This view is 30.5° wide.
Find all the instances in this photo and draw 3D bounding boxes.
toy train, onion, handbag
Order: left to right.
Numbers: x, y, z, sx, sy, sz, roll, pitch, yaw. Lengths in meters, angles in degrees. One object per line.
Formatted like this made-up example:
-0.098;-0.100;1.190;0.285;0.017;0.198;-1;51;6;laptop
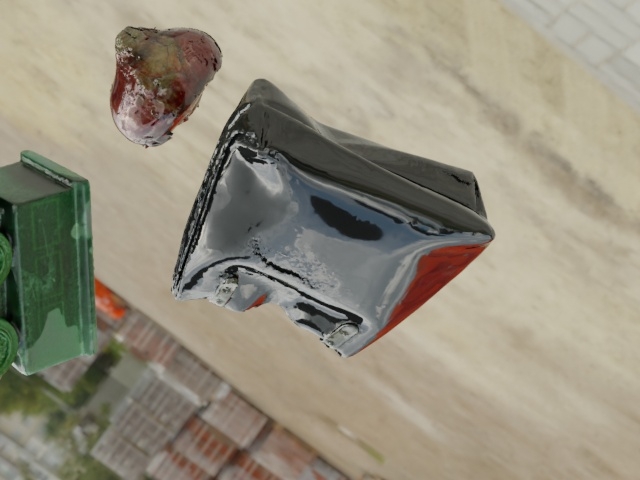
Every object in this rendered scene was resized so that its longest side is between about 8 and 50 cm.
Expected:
-0.374;0.040;1.356;0.145;0.202;0.266;26;124;40;toy train
-0.223;-0.222;1.584;0.147;0.184;0.184;44;167;-14;onion
0.000;0.000;1.339;0.342;0.288;0.152;23;-145;-22;handbag
